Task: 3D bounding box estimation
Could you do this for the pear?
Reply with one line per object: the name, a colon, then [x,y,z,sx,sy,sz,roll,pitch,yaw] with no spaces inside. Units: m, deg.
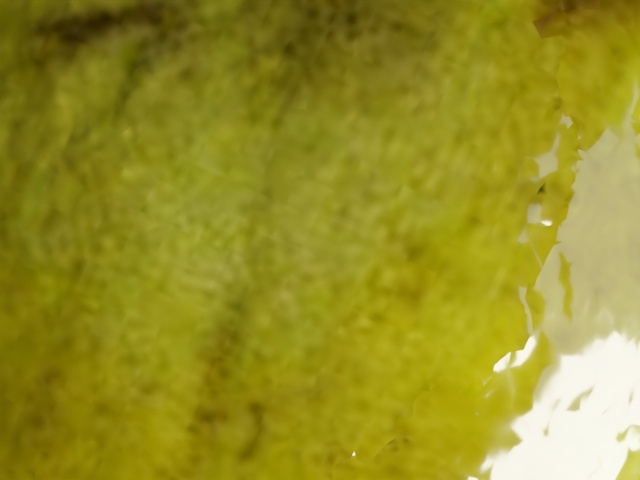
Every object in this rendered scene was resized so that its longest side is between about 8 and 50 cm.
pear: [0.000,0.000,0.660,0.352,0.352,0.413,-5,106,-48]
